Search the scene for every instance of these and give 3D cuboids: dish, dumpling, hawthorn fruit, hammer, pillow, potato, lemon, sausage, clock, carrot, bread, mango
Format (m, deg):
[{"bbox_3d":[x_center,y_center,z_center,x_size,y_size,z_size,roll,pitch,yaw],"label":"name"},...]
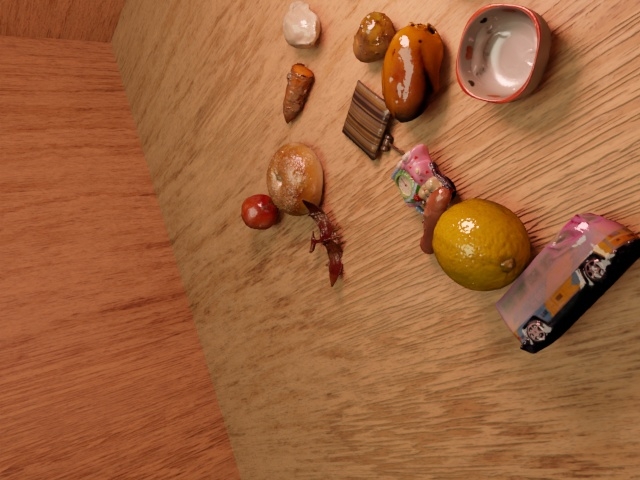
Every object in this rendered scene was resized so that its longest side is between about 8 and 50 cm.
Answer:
[{"bbox_3d":[0.483,-0.478,1.380,0.256,0.117,0.256,16,111,50],"label":"dish"},{"bbox_3d":[-0.071,-0.807,2.002,0.250,0.132,0.163,-132,36,-54],"label":"dumpling"},{"bbox_3d":[-0.270,-0.129,2.398,0.172,0.172,0.173,17,112,49],"label":"hawthorn fruit"},{"bbox_3d":[0.305,-0.258,1.743,0.292,0.029,0.058,43,132,35],"label":"hammer"},{"bbox_3d":[0.161,-0.419,1.860,0.208,0.052,0.212,51,138,36],"label":"pillow"},{"bbox_3d":[0.174,-0.657,1.731,0.176,0.137,0.137,145,110,-73],"label":"potato"},{"bbox_3d":[0.436,0.012,1.461,0.267,0.267,0.268,17,112,49],"label":"lemon"},{"bbox_3d":[0.345,-0.051,1.615,0.078,0.078,0.304,53,166,30],"label":"sausage"},{"bbox_3d":[0.323,-0.174,1.664,0.196,0.100,0.194,56,153,16],"label":"clock"},{"bbox_3d":[-0.103,-0.576,2.144,0.102,0.101,0.263,56,143,27],"label":"carrot"},{"bbox_3d":[-0.115,-0.247,2.171,0.305,0.158,0.306,19,115,50],"label":"bread"},{"bbox_3d":[0.274,-0.506,1.616,0.201,0.152,0.287,18,118,32],"label":"mango"}]

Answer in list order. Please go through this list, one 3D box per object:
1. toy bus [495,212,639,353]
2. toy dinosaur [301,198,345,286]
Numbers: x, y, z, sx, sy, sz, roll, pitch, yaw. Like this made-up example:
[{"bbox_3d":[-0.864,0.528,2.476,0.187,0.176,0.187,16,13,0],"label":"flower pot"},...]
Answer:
[{"bbox_3d":[0.606,0.097,1.328,0.162,0.171,0.386,52,134,30],"label":"toy bus"},{"bbox_3d":[0.004,-0.007,2.090,0.206,0.113,0.328,19,121,36],"label":"toy dinosaur"}]
